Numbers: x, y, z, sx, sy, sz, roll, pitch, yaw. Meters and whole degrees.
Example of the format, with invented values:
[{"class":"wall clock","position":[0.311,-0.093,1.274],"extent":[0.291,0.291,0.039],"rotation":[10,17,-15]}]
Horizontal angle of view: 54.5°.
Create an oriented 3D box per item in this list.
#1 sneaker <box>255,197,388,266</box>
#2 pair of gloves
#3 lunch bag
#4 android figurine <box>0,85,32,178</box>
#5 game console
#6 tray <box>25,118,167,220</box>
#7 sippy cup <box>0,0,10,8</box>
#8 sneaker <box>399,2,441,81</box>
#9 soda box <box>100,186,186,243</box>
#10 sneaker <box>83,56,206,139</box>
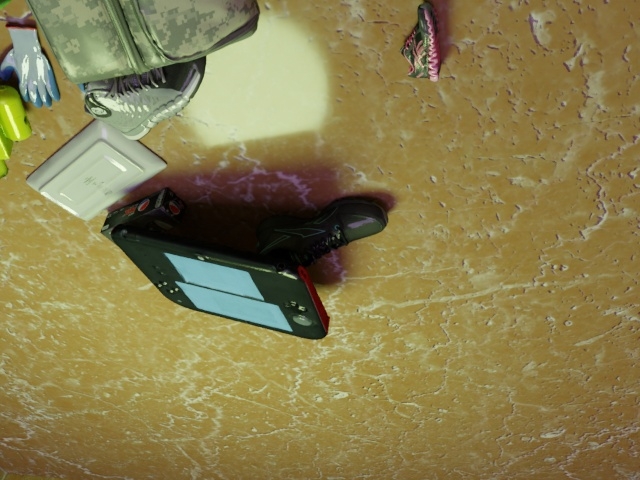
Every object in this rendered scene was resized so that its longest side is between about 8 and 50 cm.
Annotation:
[{"class":"sneaker","position":[0.000,0.000,1.170],"extent":[0.268,0.106,0.101],"rotation":[-13,135,21]},{"class":"pair of gloves","position":[-0.411,-0.263,0.980],"extent":[0.198,0.023,0.159],"rotation":[8,140,-3]},{"class":"lunch bag","position":[-0.211,-0.356,0.706],"extent":[0.256,0.212,0.305],"rotation":[-12,140,-3]},{"class":"android figurine","position":[-0.606,-0.204,0.992],"extent":[0.249,0.056,0.272],"rotation":[-4,141,-6]},{"class":"game console","position":[-0.182,0.092,1.230],"extent":[0.387,0.060,0.342],"rotation":[11,158,16]},{"class":"tray","position":[-0.423,-0.117,1.152],"extent":[0.270,0.030,0.145],"rotation":[-26,131,34]},{"class":"sippy cup","position":[-0.463,-0.372,0.647],"extent":[0.306,0.223,0.240],"rotation":[11,151,-36]},{"class":"sneaker","position":[0.138,-0.274,0.869],"extent":[0.057,0.047,0.119],"rotation":[6,141,19]},{"class":"soda box","position":[-0.346,-0.042,1.211],"extent":[0.169,0.053,0.060],"rotation":[-18,134,28]},{"class":"sneaker","position":[-0.279,-0.233,0.923],"extent":[0.132,0.086,0.229],"rotation":[19,143,-41]}]
